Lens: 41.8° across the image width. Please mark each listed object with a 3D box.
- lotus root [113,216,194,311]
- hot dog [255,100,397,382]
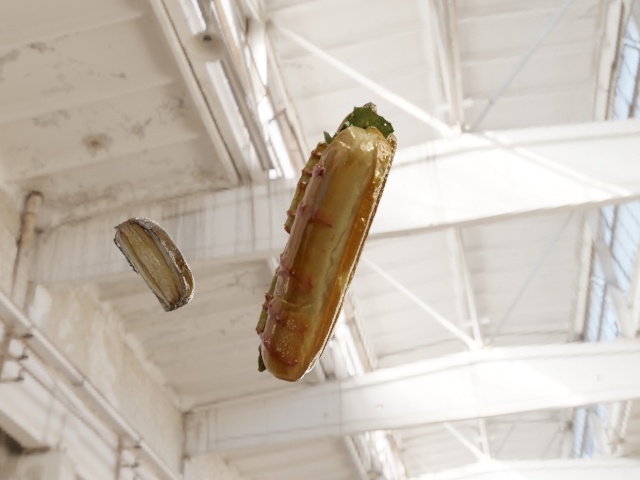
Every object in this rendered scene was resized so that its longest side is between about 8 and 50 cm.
[{"bbox_3d":[-0.126,0.014,0.660,0.037,0.083,0.030,-41,-10,21],"label":"lotus root"},{"bbox_3d":[0.000,0.000,0.712,0.076,0.104,0.250,19,-72,8],"label":"hot dog"}]
